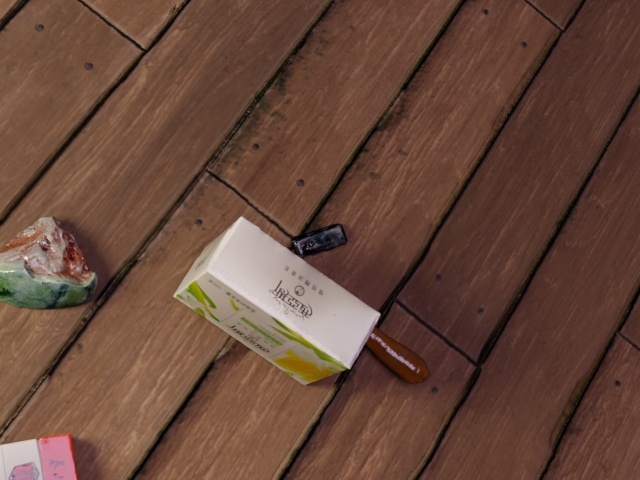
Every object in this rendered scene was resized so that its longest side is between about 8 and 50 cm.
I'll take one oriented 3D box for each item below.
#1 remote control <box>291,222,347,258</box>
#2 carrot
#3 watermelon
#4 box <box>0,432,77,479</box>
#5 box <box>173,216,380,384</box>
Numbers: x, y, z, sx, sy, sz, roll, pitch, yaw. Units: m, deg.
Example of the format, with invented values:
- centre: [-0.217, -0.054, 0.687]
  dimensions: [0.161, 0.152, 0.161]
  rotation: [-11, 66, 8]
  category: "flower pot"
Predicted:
- centre: [0.000, 0.000, 1.832]
  dimensions: [0.096, 0.014, 0.039]
  rotation: [-17, 83, -24]
  category: "remote control"
- centre: [0.087, 0.158, 1.813]
  dimensions: [0.216, 0.048, 0.048]
  rotation: [39, 66, -2]
  category: "carrot"
- centre: [-0.416, 0.024, 1.635]
  dimensions: [0.187, 0.071, 0.139]
  rotation: [11, 68, -18]
  category: "watermelon"
- centre: [-0.419, 0.332, 1.562]
  dimensions: [0.152, 0.048, 0.100]
  rotation: [-7, 81, -21]
  category: "box"
- centre: [-0.068, 0.097, 1.681]
  dimensions: [0.260, 0.194, 0.111]
  rotation: [33, 67, -10]
  category: "box"
